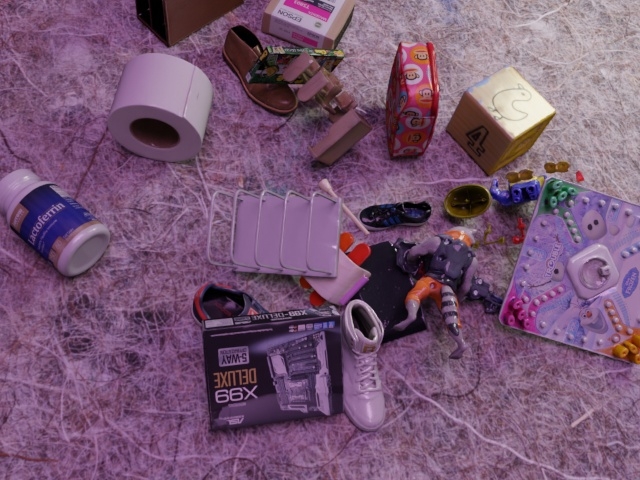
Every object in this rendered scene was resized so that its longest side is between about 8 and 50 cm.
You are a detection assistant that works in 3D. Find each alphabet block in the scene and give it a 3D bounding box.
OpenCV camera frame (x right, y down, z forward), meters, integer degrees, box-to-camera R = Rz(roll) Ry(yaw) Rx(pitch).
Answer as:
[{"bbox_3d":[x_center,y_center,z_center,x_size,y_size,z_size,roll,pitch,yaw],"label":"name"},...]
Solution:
[{"bbox_3d":[0.508,-0.340,2.005,0.192,0.193,0.197,-34,73,-20],"label":"alphabet block"}]

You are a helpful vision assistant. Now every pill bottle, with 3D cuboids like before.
[{"bbox_3d":[-0.652,-0.048,1.703,0.264,0.153,0.153,38,64,11],"label":"pill bottle"}]

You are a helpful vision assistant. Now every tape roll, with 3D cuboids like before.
[{"bbox_3d":[-0.412,-0.341,1.837,0.246,0.246,0.169,9,62,-4],"label":"tape roll"}]

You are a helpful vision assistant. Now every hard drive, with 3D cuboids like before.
[{"bbox_3d":[0.160,0.125,1.794,0.172,0.054,0.255,-15,67,-16],"label":"hard drive"}]

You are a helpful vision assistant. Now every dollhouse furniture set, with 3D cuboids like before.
[{"bbox_3d":[0.001,-0.354,1.940,0.161,0.212,0.242,-39,70,15],"label":"dollhouse furniture set"}]

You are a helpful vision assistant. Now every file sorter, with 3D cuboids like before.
[{"bbox_3d":[-0.112,-0.021,1.671,0.277,0.173,0.193,2,84,23],"label":"file sorter"}]

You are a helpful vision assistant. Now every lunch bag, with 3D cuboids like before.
[{"bbox_3d":[0.243,-0.396,1.938,0.120,0.293,0.258,-1,64,-4],"label":"lunch bag"}]

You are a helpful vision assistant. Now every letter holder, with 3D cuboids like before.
[{"bbox_3d":[-0.379,-0.750,2.063,0.302,0.214,0.152,-40,75,-23],"label":"letter holder"}]

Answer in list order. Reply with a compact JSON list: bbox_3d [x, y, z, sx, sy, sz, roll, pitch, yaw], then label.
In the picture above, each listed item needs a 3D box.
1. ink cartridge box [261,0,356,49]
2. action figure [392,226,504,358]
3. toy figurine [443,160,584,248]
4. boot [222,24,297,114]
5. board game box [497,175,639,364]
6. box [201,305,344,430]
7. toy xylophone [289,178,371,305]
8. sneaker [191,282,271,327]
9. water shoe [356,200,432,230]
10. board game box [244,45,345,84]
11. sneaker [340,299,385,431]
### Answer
[{"bbox_3d":[-0.035,-0.687,2.157,0.234,0.088,0.193,23,61,2],"label":"ink cartridge box"},{"bbox_3d":[0.341,0.114,1.731,0.341,0.178,0.330,22,62,-13],"label":"action figure"},{"bbox_3d":[0.543,-0.101,1.934,0.362,0.217,0.191,-13,95,23],"label":"toy figurine"},{"bbox_3d":[-0.174,-0.489,2.021,0.112,0.115,0.305,-35,75,-27],"label":"boot"},{"bbox_3d":[0.687,0.081,1.768,0.389,0.050,0.390,17,95,-7],"label":"board game box"},{"bbox_3d":[-0.105,0.285,1.588,0.307,0.076,0.243,-4,104,-11],"label":"box"},{"bbox_3d":[0.000,0.000,1.760,0.236,0.081,0.323,-40,72,14],"label":"toy xylophone"},{"bbox_3d":[-0.146,0.207,1.654,0.350,0.148,0.131,24,62,3],"label":"sneaker"},{"bbox_3d":[0.197,-0.078,1.888,0.203,0.080,0.073,-6,64,-11],"label":"water shoe"},{"bbox_3d":[-0.068,-0.479,1.947,0.259,0.136,0.030,-10,72,-37],"label":"board game box"},{"bbox_3d":[0.095,0.286,1.641,0.108,0.169,0.293,-8,66,-15],"label":"sneaker"}]
